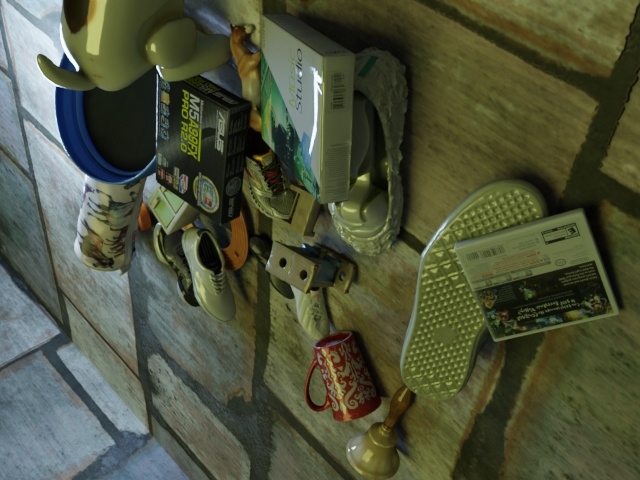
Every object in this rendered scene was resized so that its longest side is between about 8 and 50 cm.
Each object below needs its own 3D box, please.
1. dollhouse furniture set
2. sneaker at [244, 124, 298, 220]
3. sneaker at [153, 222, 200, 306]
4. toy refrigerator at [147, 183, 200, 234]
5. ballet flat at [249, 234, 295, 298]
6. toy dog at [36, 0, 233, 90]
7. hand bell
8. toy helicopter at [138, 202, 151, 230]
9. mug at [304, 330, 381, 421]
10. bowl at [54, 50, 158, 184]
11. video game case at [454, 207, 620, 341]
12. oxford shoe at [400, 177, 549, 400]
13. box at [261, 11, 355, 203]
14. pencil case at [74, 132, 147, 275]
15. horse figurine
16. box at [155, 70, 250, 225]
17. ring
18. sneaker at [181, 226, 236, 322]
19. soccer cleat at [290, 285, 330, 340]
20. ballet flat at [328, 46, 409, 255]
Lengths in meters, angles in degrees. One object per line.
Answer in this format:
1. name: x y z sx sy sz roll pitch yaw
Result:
1. dollhouse furniture set: 0.000 0.000 1.615 0.129 0.129 0.184 29 107 39
2. sneaker: -0.114 -0.140 1.643 0.225 0.088 0.092 60 164 -1
3. sneaker: -0.338 0.067 2.134 0.153 0.101 0.269 12 130 50
4. toy refrigerator: -0.325 -0.117 1.910 0.102 0.094 0.269 57 148 5
5. ballet flat: -0.103 0.058 1.856 0.057 0.049 0.173 -34 85 13
6. toy dog: -0.385 -0.508 1.481 0.284 0.395 0.408 47 155 36
7. hand bell: 0.148 0.390 1.724 0.126 0.126 0.242 42 132 27
8. toy helicopter: -0.626 -0.132 2.384 0.355 0.140 0.235 65 158 12
9. mug: 0.038 0.298 1.748 0.113 0.150 0.169 6 116 69
10. bowl: -0.452 -0.323 1.845 0.391 0.077 0.391 3 95 33
11. video game case: 0.314 0.054 1.172 0.190 0.022 0.173 -17 111 24
12. oxford shoe: 0.237 0.073 1.303 0.169 0.130 0.449 23 130 10
13. box: -0.030 -0.228 1.325 0.322 0.058 0.232 -127 34 -58
14. pencil case: -0.527 -0.115 2.088 0.183 0.160 0.411 33 121 24
15. horse figurine: -0.103 -0.286 1.552 0.174 0.066 0.263 10 120 43
16. box: -0.247 -0.196 1.653 0.216 0.060 0.270 34 132 30
17. ring: -0.275 -0.082 1.986 0.336 0.032 0.337 34 140 34
18. sneaker: -0.272 0.089 2.001 0.091 0.094 0.258 1 116 59
19. soccer cleat: -0.020 0.131 1.769 0.076 0.068 0.196 -8 105 53
20. ballet flat: 0.064 -0.119 1.357 0.147 0.147 0.409 32 138 37
